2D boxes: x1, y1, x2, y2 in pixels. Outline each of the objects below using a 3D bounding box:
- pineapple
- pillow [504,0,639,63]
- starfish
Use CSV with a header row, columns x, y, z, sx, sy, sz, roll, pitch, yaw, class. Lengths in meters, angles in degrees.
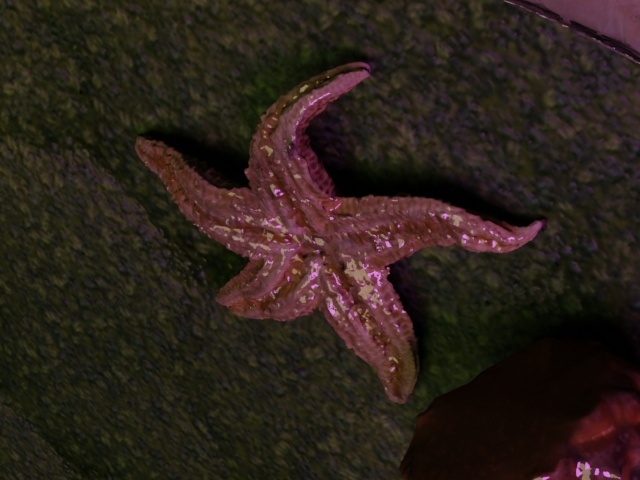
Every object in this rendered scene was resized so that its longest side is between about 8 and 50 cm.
x,y,z,sx,sy,sz,roll,pitch,yaw,class
0.194,0.218,0.843,0.165,0.165,0.364,-16,119,44,pineapple
0.035,-0.195,0.572,0.302,0.075,0.185,22,116,8,pillow
0.000,0.000,0.889,0.277,0.062,0.236,10,133,27,starfish
